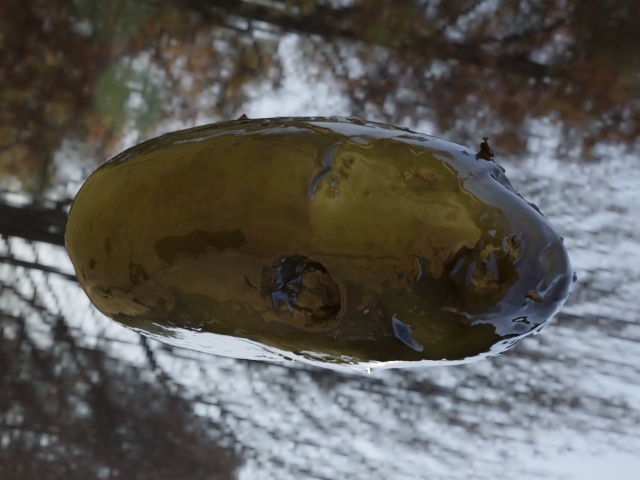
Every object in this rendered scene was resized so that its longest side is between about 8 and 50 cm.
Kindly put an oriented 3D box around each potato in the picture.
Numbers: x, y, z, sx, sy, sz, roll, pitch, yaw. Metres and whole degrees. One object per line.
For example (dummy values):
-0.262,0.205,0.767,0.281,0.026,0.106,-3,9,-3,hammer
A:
0.000,0.000,0.811,0.296,0.192,0.141,6,-101,36,potato
